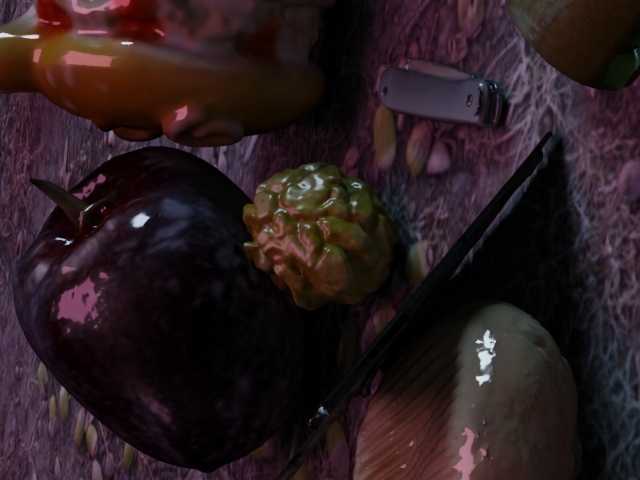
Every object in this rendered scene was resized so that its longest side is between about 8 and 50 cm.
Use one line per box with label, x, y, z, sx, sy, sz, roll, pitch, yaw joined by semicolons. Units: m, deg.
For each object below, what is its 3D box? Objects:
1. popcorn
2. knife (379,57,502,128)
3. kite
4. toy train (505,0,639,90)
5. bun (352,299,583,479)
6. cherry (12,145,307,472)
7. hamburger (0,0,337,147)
popcorn;0.000;0.000;1.250;0.106;0.121;0.116;65;-148;-69
knife;0.086;-0.109;1.185;0.162;0.023;0.044;21;100;64
kite;0.043;0.073;1.066;0.368;0.014;0.406;-52;-6;3
toy train;0.175;-0.223;0.899;0.307;0.126;0.189;-56;38;45
bun;0.102;0.149;0.992;0.222;0.128;0.222;-163;90;-72
cherry;-0.131;0.051;1.338;0.296;0.218;0.255;57;177;-24
hamburger;-0.141;-0.173;1.355;0.261;0.303;0.186;-153;73;-72
